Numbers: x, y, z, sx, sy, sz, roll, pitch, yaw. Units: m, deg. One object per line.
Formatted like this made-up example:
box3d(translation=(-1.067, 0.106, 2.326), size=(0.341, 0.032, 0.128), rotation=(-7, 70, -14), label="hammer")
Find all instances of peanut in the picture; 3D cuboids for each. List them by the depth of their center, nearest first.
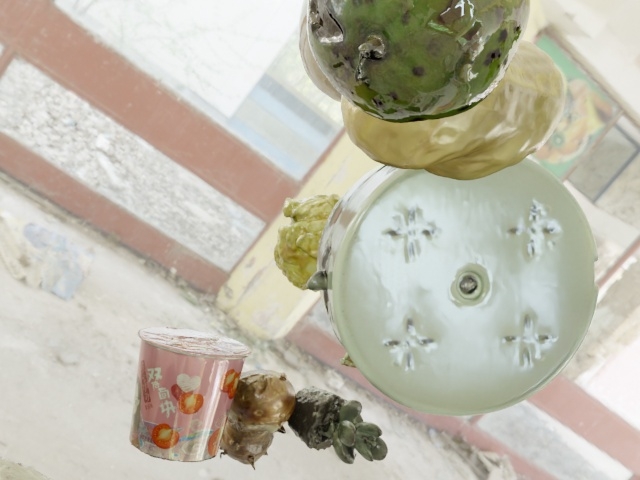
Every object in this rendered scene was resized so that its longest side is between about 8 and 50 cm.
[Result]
box3d(translation=(0.132, -0.123, 0.602), size=(0.147, 0.147, 0.319), rotation=(43, 33, 23), label="peanut")

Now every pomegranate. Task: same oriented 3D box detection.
box3d(translation=(0.059, -0.132, 0.365), size=(0.122, 0.122, 0.161), rotation=(39, 33, 0), label="pomegranate")

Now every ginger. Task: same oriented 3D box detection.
box3d(translation=(-0.164, 0.434, 1.561), size=(0.176, 0.418, 0.254), rotation=(-5, 74, -22), label="ginger")

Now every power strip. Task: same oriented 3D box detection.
box3d(translation=(0.157, 0.043, 0.824), size=(0.357, 0.357, 0.161), rotation=(37, 1, -11), label="power strip")

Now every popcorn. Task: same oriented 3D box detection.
box3d(translation=(0.000, 0.000, 1.521), size=(0.255, 0.256, 0.195), rotation=(36, 6, -25), label="popcorn")

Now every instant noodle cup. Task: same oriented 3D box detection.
box3d(translation=(-0.289, 0.320, 1.341), size=(0.243, 0.231, 0.243), rotation=(12, -1, 0), label="instant noodle cup")

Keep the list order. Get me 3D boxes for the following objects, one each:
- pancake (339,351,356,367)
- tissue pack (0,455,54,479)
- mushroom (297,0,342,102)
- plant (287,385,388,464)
box3d(translation=(0.136, 0.225, 1.243), size=(0.376, 0.197, 0.054), rotation=(61, 17, -57), label="pancake")
box3d(translation=(-0.527, 0.586, 0.961), size=(0.264, 0.416, 0.253), rotation=(30, 15, -6), label="tissue pack")
box3d(translation=(0.131, -0.399, 1.151), size=(0.295, 0.362, 0.362), rotation=(34, 11, -28), label="mushroom")
box3d(translation=(0.045, 0.446, 1.523), size=(0.146, 0.149, 0.274), rotation=(20, -7, -36), label="plant")
